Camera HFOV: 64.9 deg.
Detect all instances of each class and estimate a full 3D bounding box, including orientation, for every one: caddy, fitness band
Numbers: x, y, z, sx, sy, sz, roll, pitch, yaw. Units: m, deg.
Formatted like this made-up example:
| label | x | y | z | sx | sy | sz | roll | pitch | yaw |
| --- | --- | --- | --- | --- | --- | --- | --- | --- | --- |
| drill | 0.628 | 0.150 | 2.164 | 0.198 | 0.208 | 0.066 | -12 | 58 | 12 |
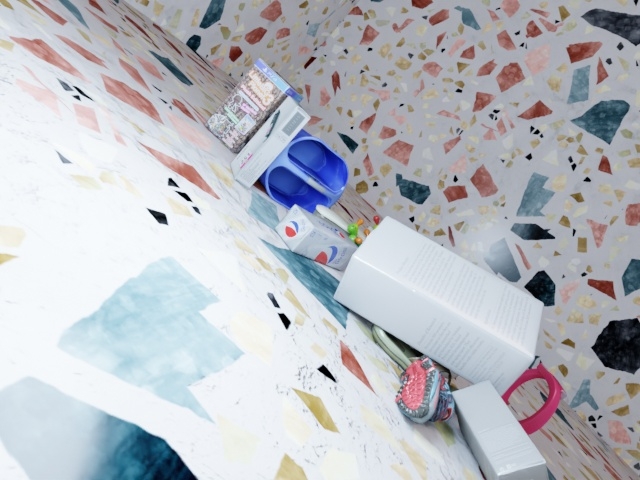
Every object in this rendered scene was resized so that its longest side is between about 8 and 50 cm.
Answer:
| label | x | y | z | sx | sy | sz | roll | pitch | yaw |
| --- | --- | --- | --- | --- | --- | --- | --- | --- | --- |
| caddy | -0.055 | -0.217 | 1.635 | 0.341 | 0.241 | 0.179 | 29 | 14 | -49 |
| fitness band | 0.645 | 0.490 | 1.564 | 0.054 | 0.209 | 0.291 | 46 | 12 | -2 |

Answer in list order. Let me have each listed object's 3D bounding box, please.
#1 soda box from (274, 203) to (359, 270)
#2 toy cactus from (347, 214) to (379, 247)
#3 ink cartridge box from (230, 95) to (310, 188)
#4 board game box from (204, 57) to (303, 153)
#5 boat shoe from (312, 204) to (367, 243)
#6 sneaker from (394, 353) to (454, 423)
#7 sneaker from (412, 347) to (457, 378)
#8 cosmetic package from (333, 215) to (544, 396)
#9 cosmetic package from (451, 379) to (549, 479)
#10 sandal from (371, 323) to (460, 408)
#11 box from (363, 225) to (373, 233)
| label | x | y | z | sx | sy | sz | roll | pitch | yaw |
| --- | --- | --- | --- | --- | --- | --- | --- | --- | --- |
| soda box | 0.000 | 0.000 | 1.415 | 0.098 | 0.091 | 0.286 | 49 | 13 | 30 |
| toy cactus | 0.132 | 0.027 | 1.632 | 0.112 | 0.219 | 0.180 | 9 | -57 | 42 |
| ink cartridge box | -0.164 | -0.311 | 1.504 | 0.060 | 0.275 | 0.239 | 36 | 13 | -31 |
| board game box | -0.225 | -0.455 | 1.761 | 0.141 | 0.291 | 0.232 | 44 | 12 | 2 |
| boat shoe | 0.069 | -0.024 | 1.730 | 0.305 | 0.091 | 0.109 | 32 | 18 | -44 |
| sneaker | 0.238 | 0.325 | 1.053 | 0.125 | 0.104 | 0.262 | 47 | 12 | 6 |
| sneaker | 0.285 | 0.258 | 1.378 | 0.297 | 0.129 | 0.111 | 44 | 10 | -4 |
| cosmetic package | 0.290 | 0.150 | 1.240 | 0.453 | 0.161 | 0.230 | 31 | 38 | 12 |
| cosmetic package | 0.369 | 0.423 | 1.053 | 0.238 | 0.107 | 0.127 | -103 | 175 | -64 |
| sandal | 0.255 | 0.297 | 1.237 | 0.303 | 0.086 | 0.120 | 44 | 12 | 2 |
| box | 0.247 | 0.078 | 1.921 | 0.094 | 0.113 | 0.275 | 30 | 20 | -53 |
